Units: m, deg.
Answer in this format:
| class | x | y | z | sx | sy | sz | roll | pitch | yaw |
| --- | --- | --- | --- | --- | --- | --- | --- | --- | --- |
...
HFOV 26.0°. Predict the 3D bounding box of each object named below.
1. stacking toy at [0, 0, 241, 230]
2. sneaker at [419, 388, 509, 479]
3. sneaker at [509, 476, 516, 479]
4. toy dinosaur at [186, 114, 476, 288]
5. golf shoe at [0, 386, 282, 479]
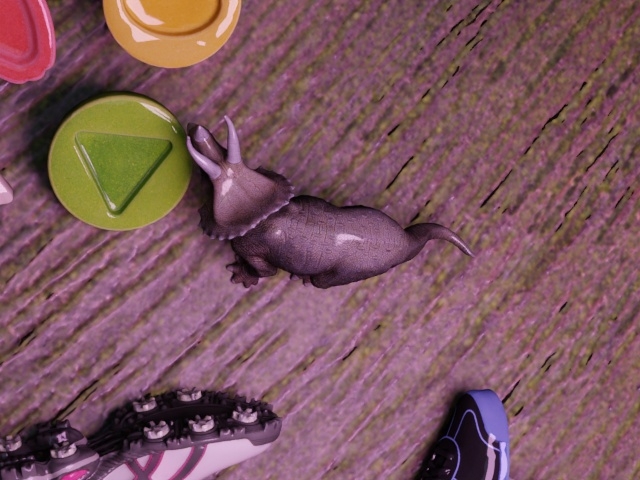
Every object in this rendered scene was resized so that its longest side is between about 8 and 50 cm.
| class | x | y | z | sx | sy | sz | roll | pitch | yaw |
| --- | --- | --- | --- | --- | --- | --- | --- | --- | --- |
| stacking toy | -0.241 | -0.164 | 1.266 | 0.308 | 0.130 | 0.280 | 2 | 114 | -13 |
| sneaker | 0.119 | 0.255 | 1.339 | 0.090 | 0.081 | 0.232 | 9 | 87 | -22 |
| sneaker | 0.215 | 0.350 | 1.362 | 0.115 | 0.090 | 0.232 | 6 | 88 | -19 |
| toy dinosaur | 0.000 | 0.000 | 1.273 | 0.313 | 0.160 | 0.121 | 21 | 83 | -13 |
| golf shoe | -0.165 | 0.213 | 1.265 | 0.272 | 0.105 | 0.120 | -12 | 107 | -10 |
